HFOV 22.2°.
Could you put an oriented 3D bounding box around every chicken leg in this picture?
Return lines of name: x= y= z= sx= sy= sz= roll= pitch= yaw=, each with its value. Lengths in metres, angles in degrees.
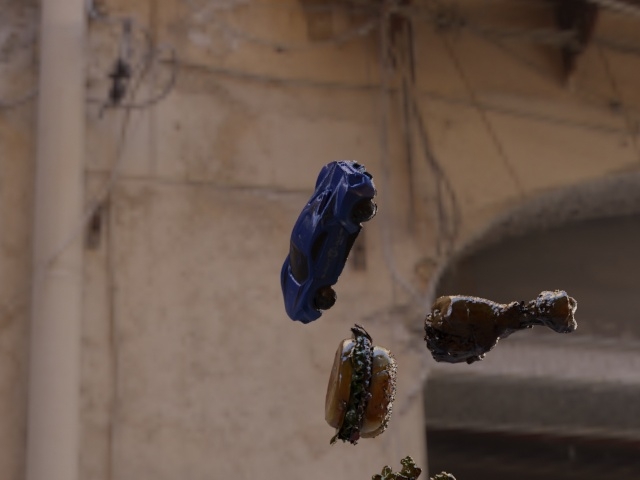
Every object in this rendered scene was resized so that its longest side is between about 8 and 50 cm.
chicken leg: x=0.241 y=0.110 z=2.217 sx=0.251 sy=0.087 sz=0.107 roll=-15 pitch=-29 yaw=40

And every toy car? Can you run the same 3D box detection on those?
toy car: x=0.000 y=0.000 z=2.023 sx=0.063 sy=0.103 sz=0.216 roll=17 pitch=-74 yaw=-29

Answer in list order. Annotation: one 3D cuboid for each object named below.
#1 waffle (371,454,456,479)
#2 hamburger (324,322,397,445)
waffle: x=0.125 y=0.423 z=2.259 sx=0.231 sy=0.228 sz=0.051 roll=-29 pitch=13 yaw=-33
hamburger: x=0.061 y=0.213 z=2.376 sx=0.093 sy=0.189 sz=0.164 roll=11 pitch=-62 yaw=-5
